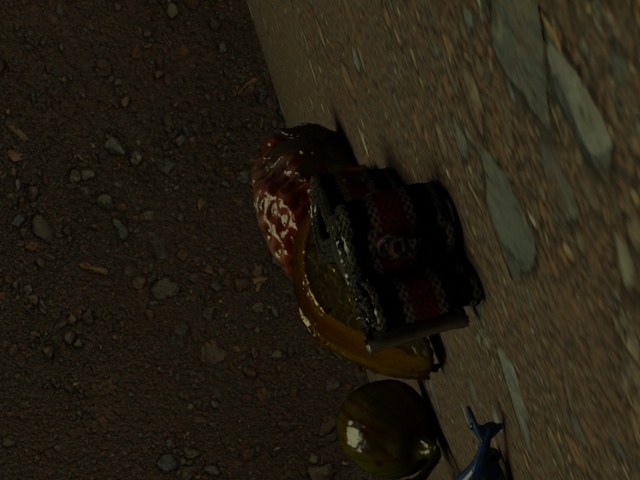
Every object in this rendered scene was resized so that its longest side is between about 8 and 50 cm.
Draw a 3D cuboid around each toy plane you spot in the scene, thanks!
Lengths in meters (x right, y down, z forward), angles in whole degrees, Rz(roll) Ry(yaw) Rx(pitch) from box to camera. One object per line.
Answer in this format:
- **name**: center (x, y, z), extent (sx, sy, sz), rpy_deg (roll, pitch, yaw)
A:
- **toy plane**: center (0.139, 0.204, 0.947), extent (0.167, 0.062, 0.054), rpy_deg (89, 166, -48)

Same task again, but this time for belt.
- **belt**: center (0.050, -0.005, 0.945), extent (0.359, 0.094, 0.126), rpy_deg (-124, 19, -76)

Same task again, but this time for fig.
- **fig**: center (0.109, 0.270, 1.526), extent (0.186, 0.148, 0.142), rpy_deg (-8, 87, 49)

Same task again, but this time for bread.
- **bread**: center (0.035, 0.046, 1.204), extent (0.129, 0.134, 0.260), rpy_deg (86, 165, -78)

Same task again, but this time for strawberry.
- **strawberry**: center (0.000, 0.000, 1.524), extent (0.265, 0.149, 0.336), rpy_deg (-113, 4, -49)
